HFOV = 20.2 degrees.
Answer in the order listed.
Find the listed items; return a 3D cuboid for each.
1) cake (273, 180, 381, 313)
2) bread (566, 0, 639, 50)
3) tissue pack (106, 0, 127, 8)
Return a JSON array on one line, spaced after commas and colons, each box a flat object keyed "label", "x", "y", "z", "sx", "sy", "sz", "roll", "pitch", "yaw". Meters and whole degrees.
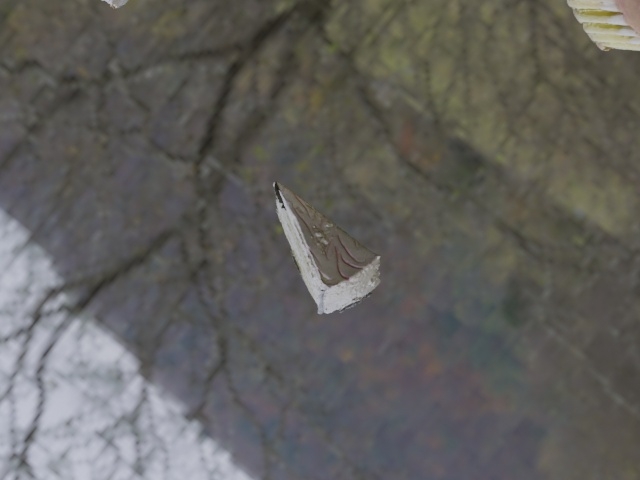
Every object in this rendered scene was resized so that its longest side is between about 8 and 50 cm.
[{"label": "cake", "x": 0.000, "y": 0.000, "z": 1.531, "sx": 0.121, "sy": 0.065, "sz": 0.052, "roll": 59, "pitch": 163, "yaw": 29}, {"label": "bread", "x": 0.318, "y": -0.319, "z": 1.704, "sx": 0.156, "sy": 0.204, "sz": 0.288, "roll": 9, "pitch": 114, "yaw": 61}, {"label": "tissue pack", "x": -0.221, "y": -0.351, "z": 1.624, "sx": 0.225, "sy": 0.185, "sz": 0.124, "roll": 39, "pitch": 180, "yaw": 4}]
